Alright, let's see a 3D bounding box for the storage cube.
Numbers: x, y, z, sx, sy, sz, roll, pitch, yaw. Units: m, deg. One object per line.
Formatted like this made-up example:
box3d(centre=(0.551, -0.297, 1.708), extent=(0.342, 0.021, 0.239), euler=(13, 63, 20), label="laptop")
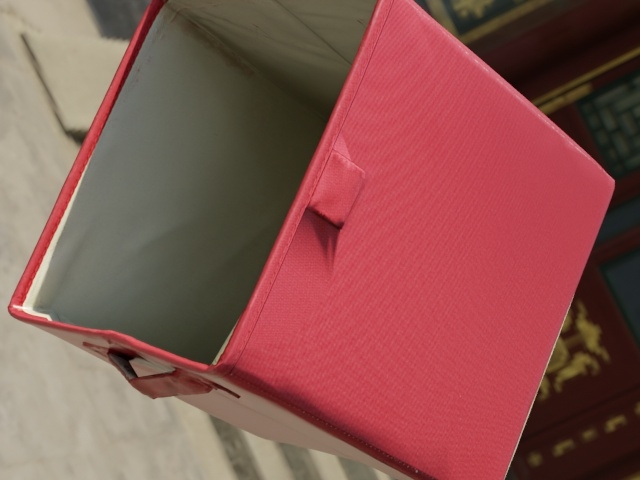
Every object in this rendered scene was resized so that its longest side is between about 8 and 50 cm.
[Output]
box3d(centre=(0.000, 0.000, 0.690), extent=(0.183, 0.215, 0.193), euler=(8, -20, 49), label="storage cube")
